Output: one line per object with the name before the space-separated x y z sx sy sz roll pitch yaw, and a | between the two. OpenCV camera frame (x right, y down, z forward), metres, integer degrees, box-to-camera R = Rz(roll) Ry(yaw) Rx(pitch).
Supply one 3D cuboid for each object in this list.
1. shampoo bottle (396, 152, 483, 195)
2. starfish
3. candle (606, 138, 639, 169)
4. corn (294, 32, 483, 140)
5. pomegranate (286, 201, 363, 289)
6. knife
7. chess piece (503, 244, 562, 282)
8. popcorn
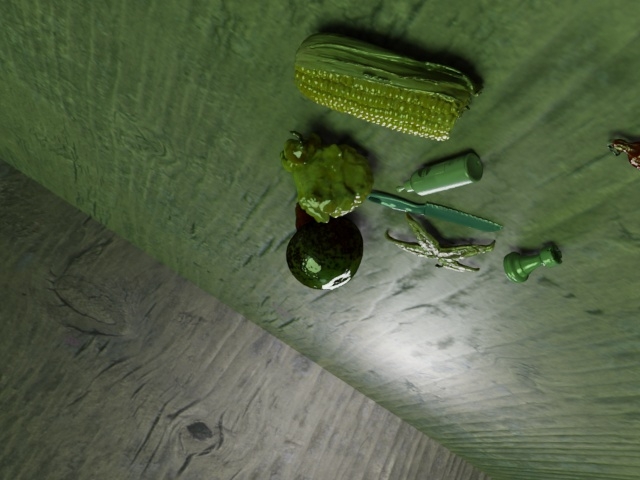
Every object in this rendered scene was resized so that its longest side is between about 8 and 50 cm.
shampoo bottle | 0.219 -0.119 0.946 0.056 0.056 0.195 45 148 -23
starfish | 0.262 0.010 1.120 0.247 0.050 0.138 20 148 15
candle | 0.497 -0.112 0.706 0.162 0.048 0.053 28 117 7
corn | 0.103 -0.255 0.796 0.305 0.122 0.123 22 123 13
pomegranate | 0.000 0.000 1.247 0.248 0.214 0.214 64 159 19
knife | 0.238 -0.066 1.059 0.313 0.019 0.044 17 146 21
chess piece | 0.435 0.043 0.992 0.067 0.067 0.103 40 142 -16
popcorn | 0.015 -0.144 1.020 0.168 0.173 0.195 -29 92 19
